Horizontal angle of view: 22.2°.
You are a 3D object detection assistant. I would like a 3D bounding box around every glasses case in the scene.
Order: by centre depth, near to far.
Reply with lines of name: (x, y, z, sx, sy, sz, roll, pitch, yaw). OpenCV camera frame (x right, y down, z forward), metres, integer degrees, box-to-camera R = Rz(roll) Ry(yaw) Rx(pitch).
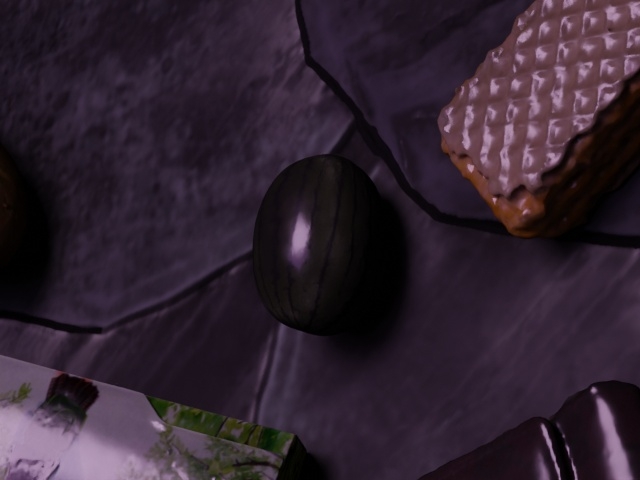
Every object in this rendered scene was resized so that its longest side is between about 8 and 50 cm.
glasses case: (-0.152, 0.122, 0.928, 0.272, 0.062, 0.095, 13, 72, 13)

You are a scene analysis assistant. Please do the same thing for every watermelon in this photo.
watermelon: (0.000, 0.000, 0.923, 0.078, 0.078, 0.110, -19, 60, 40)

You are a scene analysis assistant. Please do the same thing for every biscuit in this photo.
biscuit: (0.202, -0.160, 0.798, 0.378, 0.054, 0.094, -50, 45, 19)

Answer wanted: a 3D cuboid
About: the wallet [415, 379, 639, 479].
wallet: (0.105, 0.193, 0.753, 0.182, 0.049, 0.229, -35, 50, 30)

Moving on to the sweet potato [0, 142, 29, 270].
sweet potato: (-0.328, -0.069, 1.253, 0.423, 0.130, 0.130, 35, 100, 49)

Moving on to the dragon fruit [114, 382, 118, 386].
dragon fruit: (-0.181, 0.141, 1.033, 0.175, 0.138, 0.142, -23, 87, 7)
